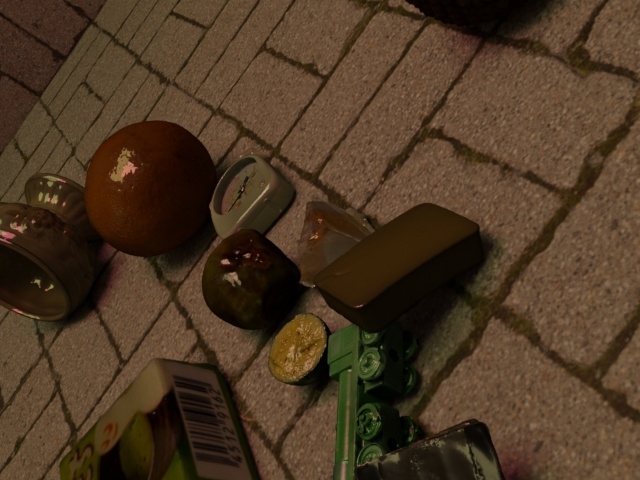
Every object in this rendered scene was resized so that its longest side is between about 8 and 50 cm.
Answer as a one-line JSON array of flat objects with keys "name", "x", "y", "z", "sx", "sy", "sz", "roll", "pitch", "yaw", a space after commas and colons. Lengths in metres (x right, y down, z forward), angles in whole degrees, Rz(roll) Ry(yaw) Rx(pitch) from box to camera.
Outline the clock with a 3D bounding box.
[{"name": "clock", "x": -0.132, "y": -0.085, "z": 1.446, "sx": 0.151, "sy": 0.062, "sz": 0.191, "roll": -48, "pitch": 35, "yaw": 13}]

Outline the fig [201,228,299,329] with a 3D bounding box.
[{"name": "fig", "x": -0.116, "y": 0.066, "z": 1.253, "sx": 0.165, "sy": 0.144, "sz": 0.154, "roll": -29, "pitch": 79, "yaw": 45}]

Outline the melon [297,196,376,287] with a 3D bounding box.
[{"name": "melon", "x": 0.001, "y": 0.005, "z": 1.195, "sx": 0.139, "sy": 0.093, "sz": 0.202, "roll": -59, "pitch": 29, "yaw": 9}]

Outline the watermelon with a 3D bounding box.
[{"name": "watermelon", "x": -0.020, "y": 0.158, "z": 1.119, "sx": 0.105, "sy": 0.062, "sz": 0.105, "roll": -24, "pitch": 46, "yaw": 27}]

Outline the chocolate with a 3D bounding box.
[{"name": "chocolate", "x": -0.245, "y": 0.355, "z": 1.165, "sx": 0.289, "sy": 0.137, "sz": 0.301, "roll": -48, "pitch": 35, "yaw": 12}]

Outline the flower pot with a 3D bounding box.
[{"name": "flower pot", "x": -0.616, "y": 0.001, "z": 1.779, "sx": 0.307, "sy": 0.307, "sz": 0.244, "roll": -20, "pitch": 35, "yaw": 41}]

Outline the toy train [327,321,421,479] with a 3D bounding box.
[{"name": "toy train", "x": 0.058, "y": 0.204, "z": 0.978, "sx": 0.119, "sy": 0.085, "sz": 0.251, "roll": -32, "pitch": 39, "yaw": 39}]

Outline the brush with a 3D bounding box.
[{"name": "brush", "x": 0.100, "y": 0.033, "z": 1.013, "sx": 0.197, "sy": 0.059, "sz": 0.123, "roll": -33, "pitch": 28, "yaw": -16}]

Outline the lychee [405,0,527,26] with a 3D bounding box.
[{"name": "lychee", "x": 0.206, "y": -0.425, "z": 1.162, "sx": 0.236, "sy": 0.271, "sz": 0.236, "roll": 38, "pitch": 135, "yaw": 51}]

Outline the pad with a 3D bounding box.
[{"name": "pad", "x": 0.130, "y": 0.310, "z": 0.792, "sx": 0.174, "sy": 0.022, "sz": 0.233, "roll": -32, "pitch": 63, "yaw": 28}]

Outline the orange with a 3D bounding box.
[{"name": "orange", "x": -0.327, "y": -0.096, "z": 1.545, "sx": 0.264, "sy": 0.264, "sz": 0.264, "roll": -30, "pitch": 42, "yaw": 32}]
